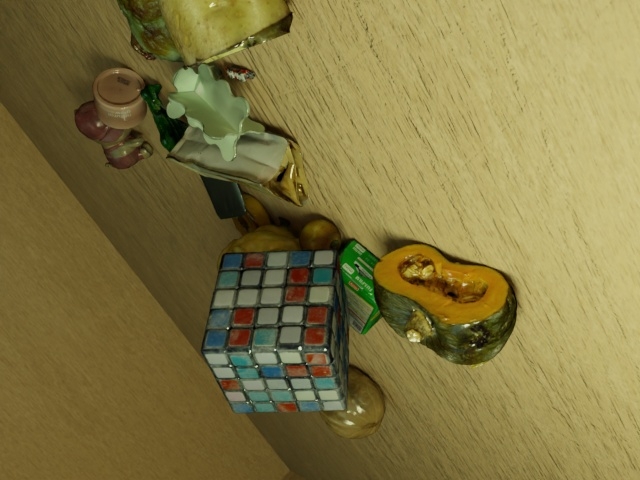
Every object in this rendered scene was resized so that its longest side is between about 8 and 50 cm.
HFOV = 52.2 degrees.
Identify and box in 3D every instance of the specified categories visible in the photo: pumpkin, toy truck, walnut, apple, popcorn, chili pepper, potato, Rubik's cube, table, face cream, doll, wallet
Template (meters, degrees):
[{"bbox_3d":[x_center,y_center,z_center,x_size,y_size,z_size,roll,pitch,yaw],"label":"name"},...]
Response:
[{"bbox_3d":[0.241,0.139,1.362,0.317,0.222,0.139,26,148,38],"label":"pumpkin"},{"bbox_3d":[-0.184,-0.380,1.489,0.083,0.032,0.024,27,144,40],"label":"toy truck"},{"bbox_3d":[0.092,0.532,2.159,0.261,0.225,0.224,30,150,41],"label":"walnut"},{"bbox_3d":[0.000,0.000,1.670,0.102,0.099,0.114,19,159,34],"label":"apple"},{"bbox_3d":[-0.133,0.071,1.815,0.298,0.280,0.316,14,169,8],"label":"popcorn"},{"bbox_3d":[-0.426,-0.329,1.827,0.253,0.084,0.099,57,149,14],"label":"chili pepper"},{"bbox_3d":[-0.198,-0.449,1.218,0.242,0.243,0.285,59,167,-23],"label":"potato"},{"bbox_3d":[-0.088,0.216,1.543,0.292,0.292,0.286,-2,138,10],"label":"Rubik's cube"},{"bbox_3d":[-0.240,-0.295,1.509,0.198,0.167,0.166,44,156,28],"label":"table"},{"bbox_3d":[-0.583,-0.414,1.905,0.149,0.149,0.104,43,153,9],"label":"face cream"},{"bbox_3d":[-0.676,-0.354,2.133,0.196,0.152,0.256,-7,145,22],"label":"doll"},{"bbox_3d":[-0.284,-0.181,1.846,0.169,0.052,0.245,-5,108,52],"label":"wallet"}]

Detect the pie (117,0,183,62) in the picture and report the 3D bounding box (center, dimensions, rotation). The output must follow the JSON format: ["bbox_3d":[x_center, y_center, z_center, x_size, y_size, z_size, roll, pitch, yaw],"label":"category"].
[{"bbox_3d":[-0.357,-0.522,1.493,0.257,0.105,0.274,17,146,22],"label":"pie"}]

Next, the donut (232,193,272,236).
[{"bbox_3d":[-0.205,-0.063,1.933,0.162,0.065,0.178,35,153,33],"label":"donut"}]

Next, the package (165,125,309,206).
[{"bbox_3d":[-0.187,-0.215,1.628,0.311,0.164,0.221,20,179,30],"label":"package"}]

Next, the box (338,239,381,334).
[{"bbox_3d":[0.096,0.127,1.703,0.180,0.103,0.250,41,155,13],"label":"box"}]
